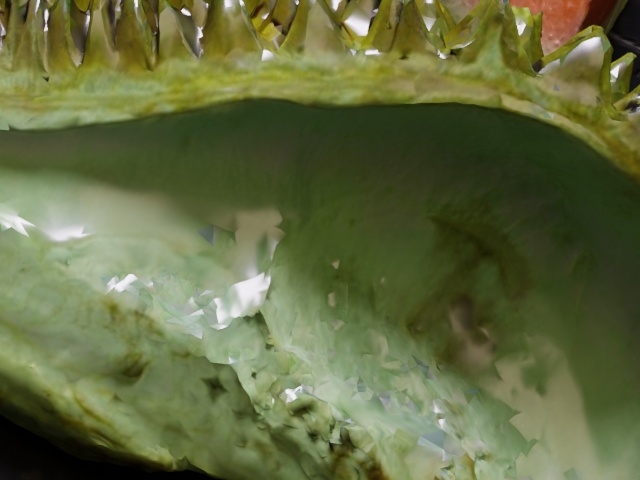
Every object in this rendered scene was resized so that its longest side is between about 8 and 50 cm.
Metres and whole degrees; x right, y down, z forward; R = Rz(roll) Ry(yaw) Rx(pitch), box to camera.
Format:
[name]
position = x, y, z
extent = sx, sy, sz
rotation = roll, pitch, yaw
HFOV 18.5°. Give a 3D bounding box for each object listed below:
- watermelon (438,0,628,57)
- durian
[watermelon]
position = 0.100, -0.118, 0.794
extent = 0.125, 0.094, 0.135
rotation = 22, 48, -29
[durian]
position = -0.002, -0.002, 0.687
extent = 0.394, 0.163, 0.198
rotation = 18, 94, -15
